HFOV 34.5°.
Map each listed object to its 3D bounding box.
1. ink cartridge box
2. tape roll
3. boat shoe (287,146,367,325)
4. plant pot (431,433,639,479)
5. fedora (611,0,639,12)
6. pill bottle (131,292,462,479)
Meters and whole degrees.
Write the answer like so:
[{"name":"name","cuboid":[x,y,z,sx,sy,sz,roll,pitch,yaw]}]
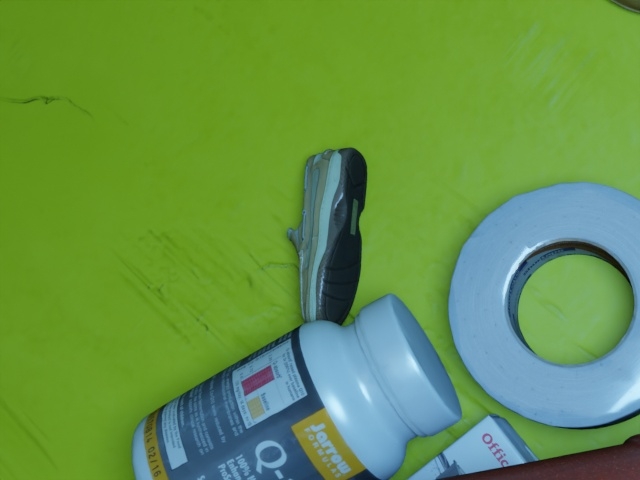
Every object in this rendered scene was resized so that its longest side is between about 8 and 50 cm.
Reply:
[{"name":"ink cartridge box","cuboid":[0.135,0.244,0.935,0.150,0.063,0.109,-41,69,8]},{"name":"tape roll","cuboid":[0.230,0.060,0.936,0.219,0.072,0.219,-4,79,18]},{"name":"boat shoe","cuboid":[0.000,0.000,1.039,0.072,0.068,0.190,-2,68,31]},{"name":"plant pot","cuboid":[0.185,0.273,0.762,0.265,0.272,0.272,-5,77,-1]},{"name":"fedora","cuboid":[0.330,-0.309,0.973,0.194,0.079,0.194,-4,78,18]},{"name":"pill bottle","cuboid":[-0.021,0.173,0.952,0.278,0.162,0.162,-31,71,11]}]
